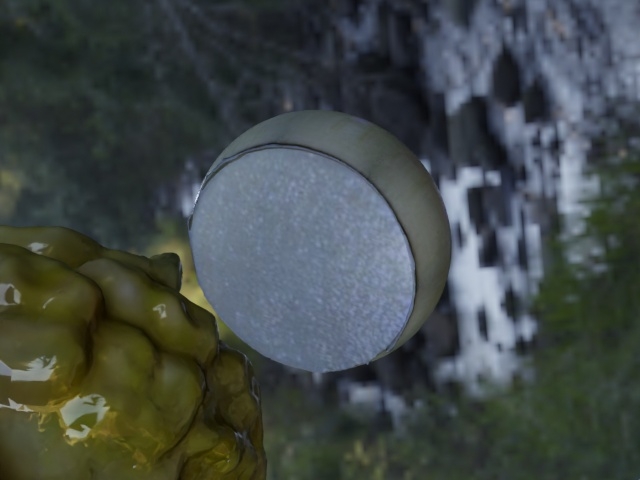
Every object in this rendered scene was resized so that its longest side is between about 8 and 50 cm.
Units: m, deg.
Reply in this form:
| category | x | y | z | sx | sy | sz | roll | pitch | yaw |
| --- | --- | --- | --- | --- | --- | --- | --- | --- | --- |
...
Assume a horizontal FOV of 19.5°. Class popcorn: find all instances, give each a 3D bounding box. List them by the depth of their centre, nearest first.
| category | x | y | z | sx | sy | sz | roll | pitch | yaw |
| --- | --- | --- | --- | --- | --- | --- | --- | --- | --- |
| popcorn | -0.194 | 0.167 | 1.162 | 0.349 | 0.349 | 0.382 | 95 | 178 | -57 |

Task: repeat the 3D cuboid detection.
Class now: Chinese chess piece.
| category | x | y | z | sx | sy | sz | roll | pitch | yaw |
| --- | --- | --- | --- | --- | --- | --- | --- | --- | --- |
| Chinese chess piece | 0.000 | 0.000 | 0.857 | 0.051 | 0.122 | 0.122 | -45 | -41 | -56 |

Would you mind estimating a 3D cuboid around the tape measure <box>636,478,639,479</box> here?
| category | x | y | z | sx | sy | sz | roll | pitch | yaw |
| --- | --- | --- | --- | --- | --- | --- | --- | --- | --- |
| tape measure | 0.288 | 0.337 | 1.338 | 0.351 | 0.098 | 0.215 | 62 | -172 | -50 |
